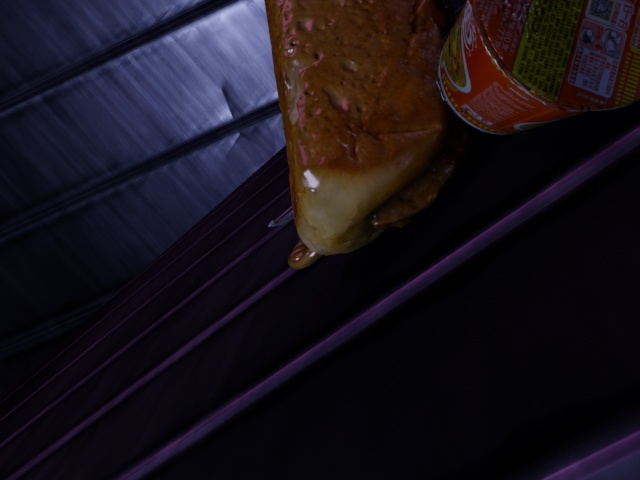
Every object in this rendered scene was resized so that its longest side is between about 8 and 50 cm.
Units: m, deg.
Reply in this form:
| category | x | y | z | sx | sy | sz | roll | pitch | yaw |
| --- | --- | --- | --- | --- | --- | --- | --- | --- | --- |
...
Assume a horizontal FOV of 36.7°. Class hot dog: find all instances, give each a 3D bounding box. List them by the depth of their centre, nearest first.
| category | x | y | z | sx | sy | sz | roll | pitch | yaw |
| --- | --- | --- | --- | --- | --- | --- | --- | --- | --- |
| hot dog | 0.059 | -0.188 | 1.092 | 0.223 | 0.405 | 0.185 | -5 | -21 | -7 |

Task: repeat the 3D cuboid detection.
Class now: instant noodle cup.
| category | x | y | z | sx | sy | sz | roll | pitch | yaw |
| --- | --- | --- | --- | --- | --- | --- | --- | --- | --- |
| instant noodle cup | 0.195 | -0.182 | 0.883 | 0.193 | 0.193 | 0.212 | -44 | 2 | -12 |

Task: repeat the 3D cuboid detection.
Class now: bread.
| category | x | y | z | sx | sy | sz | roll | pitch | yaw |
| --- | --- | --- | --- | --- | --- | --- | --- | --- | --- |
| bread | 0.000 | 0.000 | 1.263 | 0.110 | 0.024 | 0.110 | -41 | 11 | 10 |

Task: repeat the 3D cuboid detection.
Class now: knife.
| category | x | y | z | sx | sy | sz | roll | pitch | yaw |
| --- | --- | --- | --- | --- | --- | --- | --- | --- | --- |
| knife | -0.018 | -0.079 | 1.701 | 0.184 | 0.026 | 0.022 | -40 | 49 | -1 |

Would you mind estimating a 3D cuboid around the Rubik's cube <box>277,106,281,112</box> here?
| category | x | y | z | sx | sy | sz | roll | pitch | yaw |
| --- | --- | --- | --- | --- | --- | --- | --- | --- | --- |
| Rubik's cube | 0.069 | -0.178 | 1.313 | 0.183 | 0.180 | 0.167 | -45 | 9 | -3 |
